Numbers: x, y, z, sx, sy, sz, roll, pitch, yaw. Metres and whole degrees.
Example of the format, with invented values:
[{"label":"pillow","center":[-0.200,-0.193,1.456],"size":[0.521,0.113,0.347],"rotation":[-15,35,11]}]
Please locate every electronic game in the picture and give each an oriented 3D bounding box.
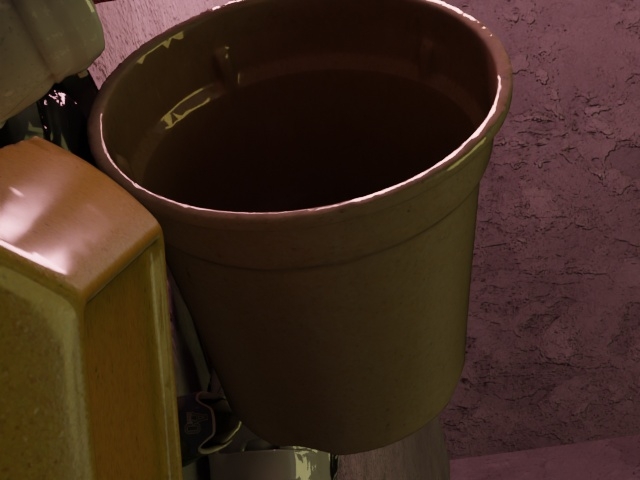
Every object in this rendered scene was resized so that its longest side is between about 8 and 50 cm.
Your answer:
[{"label":"electronic game","center":[-0.204,-0.073,1.093],"size":[0.229,0.048,0.229],"rotation":[-18,90,-82]}]

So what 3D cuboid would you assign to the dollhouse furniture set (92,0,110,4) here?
[{"label":"dollhouse furniture set","center":[-0.142,-0.339,1.300],"size":[0.374,0.201,0.152],"rotation":[-95,171,-58]}]

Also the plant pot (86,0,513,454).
[{"label":"plant pot","center":[0.000,0.000,1.181],"size":[0.334,0.333,0.305],"rotation":[-86,170,-51]}]

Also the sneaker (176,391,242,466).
[{"label":"sneaker","center":[-0.110,0.174,1.284],"size":[0.192,0.086,0.064],"rotation":[35,46,-76]}]

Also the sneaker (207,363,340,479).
[{"label":"sneaker","center":[-0.047,0.276,1.392],"size":[0.210,0.137,0.366],"rotation":[-69,152,-76]}]

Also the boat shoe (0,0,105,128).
[{"label":"boat shoe","center":[-0.158,-0.174,0.764],"size":[0.367,0.156,0.136],"rotation":[-112,178,-63]}]

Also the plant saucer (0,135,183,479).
[{"label":"plant saucer","center":[-0.124,0.122,0.695],"size":[0.333,0.081,0.333],"rotation":[-81,168,-82]}]

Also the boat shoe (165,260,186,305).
[{"label":"boat shoe","center":[-0.132,-0.006,1.330],"size":[0.267,0.088,0.096],"rotation":[59,24,-43]}]

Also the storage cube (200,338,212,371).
[{"label":"storage cube","center":[-0.038,0.014,1.528],"size":[0.215,0.193,0.184],"rotation":[-85,163,-57]}]
